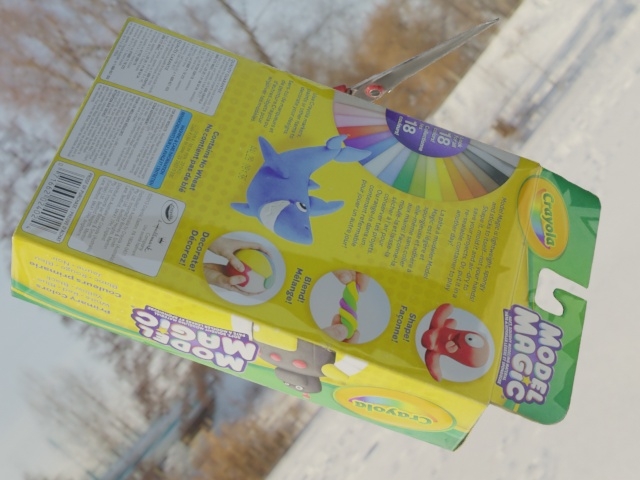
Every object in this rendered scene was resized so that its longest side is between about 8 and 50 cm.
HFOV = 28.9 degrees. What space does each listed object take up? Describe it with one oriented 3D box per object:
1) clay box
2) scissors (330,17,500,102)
[{"bbox_3d":[0.000,0.000,0.518,0.053,0.222,0.127,114,176,-54],"label":"clay box"},{"bbox_3d":[0.040,-0.128,1.129,0.297,0.109,0.021,-16,52,23],"label":"scissors"}]
